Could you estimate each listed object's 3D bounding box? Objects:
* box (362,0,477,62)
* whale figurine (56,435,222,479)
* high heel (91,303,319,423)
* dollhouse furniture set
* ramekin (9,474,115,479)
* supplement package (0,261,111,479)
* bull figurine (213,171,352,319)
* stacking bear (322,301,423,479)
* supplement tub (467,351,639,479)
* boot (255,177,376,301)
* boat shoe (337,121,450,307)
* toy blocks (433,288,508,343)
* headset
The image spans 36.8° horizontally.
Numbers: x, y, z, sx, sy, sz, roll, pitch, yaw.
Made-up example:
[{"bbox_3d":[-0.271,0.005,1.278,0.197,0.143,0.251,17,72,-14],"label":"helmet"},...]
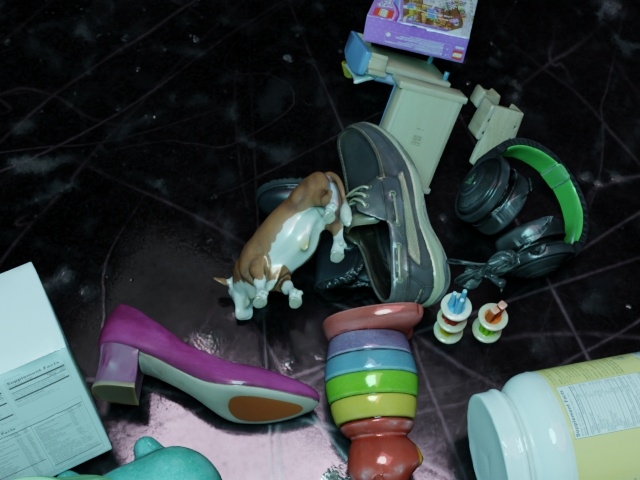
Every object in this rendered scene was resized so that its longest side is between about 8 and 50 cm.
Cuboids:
[{"bbox_3d":[0.210,-0.462,1.944,0.200,0.057,0.293,14,36,5],"label":"box"},{"bbox_3d":[-0.282,0.397,1.467,0.271,0.141,0.216,2,61,1],"label":"whale figurine"},{"bbox_3d":[-0.184,0.193,1.603,0.377,0.127,0.181,9,49,-5],"label":"high heel"},{"bbox_3d":[0.184,-0.248,1.887,0.286,0.198,0.303,11,27,-20],"label":"dollhouse furniture set"},{"bbox_3d":[-0.358,0.476,1.353,0.303,0.148,0.304,-2,84,22],"label":"ramekin"},{"bbox_3d":[-0.469,0.217,1.466,0.198,0.263,0.199,-23,47,-15],"label":"supplement package"},{"bbox_3d":[-0.062,0.022,1.615,0.310,0.101,0.188,-54,30,12],"label":"bull figurine"},{"bbox_3d":[0.092,0.265,1.552,0.164,0.175,0.289,-2,68,-6],"label":"stacking bear"},{"bbox_3d":[0.416,0.308,1.484,0.331,0.241,0.241,-10,62,-7],"label":"supplement tub"},{"bbox_3d":[0.000,0.000,1.723,0.246,0.094,0.207,6,57,-5],"label":"boot"},{"bbox_3d":[0.102,-0.049,1.643,0.130,0.132,0.355,-7,64,-37],"label":"boat shoe"},{"bbox_3d":[0.262,0.123,1.634,0.123,0.148,0.054,-1,62,-2],"label":"toy blocks"},{"bbox_3d":[0.351,-0.039,1.668,0.243,0.185,0.394,51,51,-3],"label":"headset"}]
